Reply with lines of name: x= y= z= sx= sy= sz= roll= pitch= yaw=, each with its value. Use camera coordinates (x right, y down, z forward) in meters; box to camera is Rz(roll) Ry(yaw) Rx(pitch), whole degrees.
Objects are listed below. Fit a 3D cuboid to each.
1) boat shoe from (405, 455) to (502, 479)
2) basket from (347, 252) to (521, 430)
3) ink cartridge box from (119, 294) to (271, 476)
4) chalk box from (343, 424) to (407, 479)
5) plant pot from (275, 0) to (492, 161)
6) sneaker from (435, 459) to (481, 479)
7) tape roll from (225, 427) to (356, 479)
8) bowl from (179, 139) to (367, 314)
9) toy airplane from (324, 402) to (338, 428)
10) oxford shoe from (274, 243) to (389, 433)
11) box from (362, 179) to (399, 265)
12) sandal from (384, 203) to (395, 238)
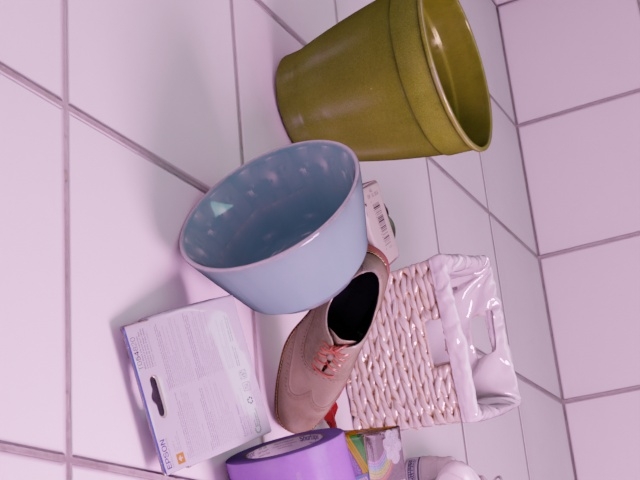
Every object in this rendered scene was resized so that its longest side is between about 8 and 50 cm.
boat shoe: x=0.327 y=0.556 z=2.497 sx=0.367 sy=0.156 sz=0.136 roll=51 pitch=33 yaw=-42
basket: x=0.218 y=0.213 z=2.327 sx=0.331 sy=0.266 sz=0.328 roll=5 pitch=72 yaw=-64
ink cartridge box: x=-0.188 y=0.207 z=1.672 sx=0.224 sy=0.045 sz=0.223 roll=-13 pitch=87 yaw=-49
chalk box: x=0.068 y=0.439 z=2.002 sx=0.132 sy=0.132 sz=0.213 roll=2 pitch=80 yaw=-58
plant pot: x=0.114 y=-0.306 z=2.299 sx=0.366 sy=0.352 sz=0.367 roll=46 pitch=36 yaw=-48
sneaker: x=0.254 y=0.585 z=2.279 sx=0.152 sy=0.114 sz=0.305 roll=-29 pitch=129 yaw=-58
tape roll: x=-0.045 y=0.351 z=1.757 sx=0.189 sy=0.189 sz=0.080 roll=-15 pitch=91 yaw=-66
bowl: x=-0.049 y=0.000 z=1.810 sx=0.163 sy=0.311 sz=0.312 roll=61 pitch=27 yaw=-31
toy airplane: x=0.027 y=0.361 z=2.109 sx=0.151 sy=0.028 sz=0.151 roll=41 pitch=41 yaw=-50
oxford shoe: x=0.009 y=0.173 z=1.885 sx=0.130 sy=0.123 sz=0.348 roll=-84 pitch=-165 yaw=-78
box: x=0.000 y=0.000 z=2.009 sx=0.127 sy=0.232 sz=0.149 roll=-33 pitch=107 yaw=-69
sandal: x=0.094 y=-0.048 z=2.432 sx=0.302 sy=0.086 sz=0.120 roll=30 pitch=50 yaw=-58
